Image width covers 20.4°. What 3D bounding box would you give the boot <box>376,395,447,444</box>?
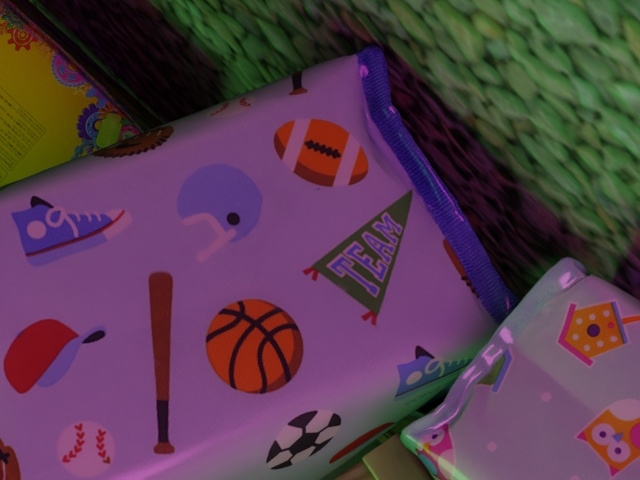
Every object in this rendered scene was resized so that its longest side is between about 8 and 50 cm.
[{"bbox_3d":[0.028,0.078,1.418,0.219,0.082,0.106,42,156,-12],"label":"boot"}]

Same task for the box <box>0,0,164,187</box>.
[{"bbox_3d":[-0.250,-0.085,1.415,0.290,0.177,0.279,42,-178,15],"label":"box"}]

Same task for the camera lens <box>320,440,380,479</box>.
[{"bbox_3d":[-0.097,0.152,1.665,0.274,0.219,0.219,48,166,-5],"label":"camera lens"}]

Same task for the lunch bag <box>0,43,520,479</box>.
[{"bbox_3d":[-0.103,0.073,1.102,0.239,0.328,0.385,65,163,14],"label":"lunch bag"}]

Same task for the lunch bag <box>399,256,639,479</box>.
[{"bbox_3d":[0.179,0.147,0.962,0.223,0.160,0.262,41,176,18],"label":"lunch bag"}]

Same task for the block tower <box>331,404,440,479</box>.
[{"bbox_3d":[0.091,0.175,1.231,0.097,0.091,0.335,57,-175,12],"label":"block tower"}]
